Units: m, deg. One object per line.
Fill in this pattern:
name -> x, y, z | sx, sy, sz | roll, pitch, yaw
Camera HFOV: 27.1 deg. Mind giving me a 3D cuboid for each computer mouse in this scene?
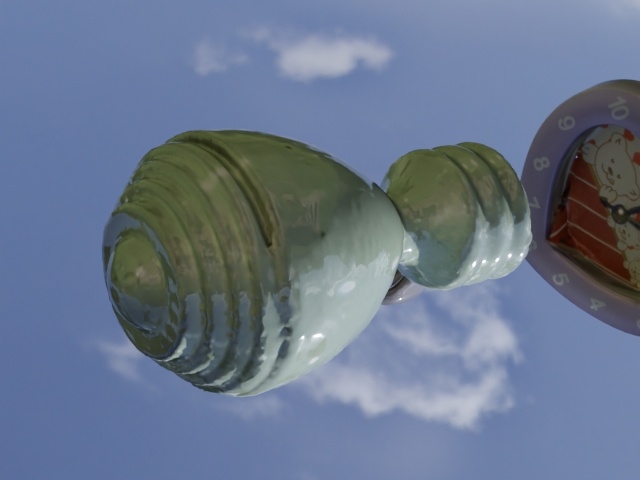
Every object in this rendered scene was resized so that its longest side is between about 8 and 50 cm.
computer mouse -> 0.056, 0.026, 1.141 | 0.066, 0.039, 0.096 | 16, -165, 26

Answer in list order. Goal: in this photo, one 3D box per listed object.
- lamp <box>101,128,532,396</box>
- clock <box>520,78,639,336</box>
lamp -> 0.000, 0.000, 0.543 | 0.193, 0.106, 0.106 | -13, -155, -38
clock -> 0.231, -0.021, 1.021 | 0.064, 0.198, 0.172 | -24, -177, -44
